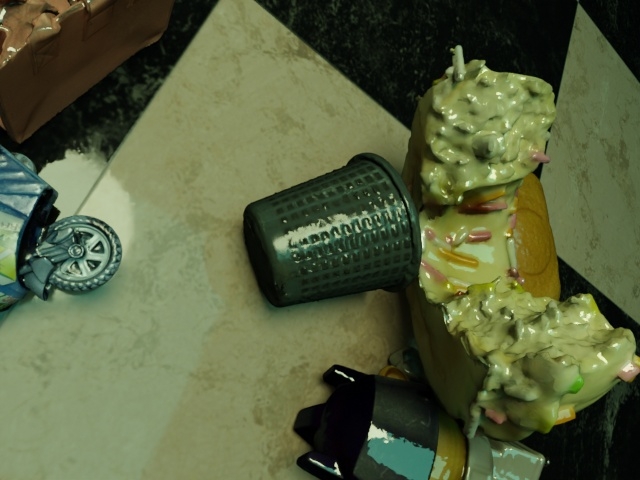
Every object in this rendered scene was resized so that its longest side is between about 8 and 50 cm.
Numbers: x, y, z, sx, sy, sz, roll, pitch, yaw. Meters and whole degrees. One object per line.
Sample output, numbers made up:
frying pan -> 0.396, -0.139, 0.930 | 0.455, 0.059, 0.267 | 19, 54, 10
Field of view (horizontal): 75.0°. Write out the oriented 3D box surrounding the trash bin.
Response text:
trash bin -> 0.000, 0.000, 0.484 | 0.160, 0.175, 0.176 | -17, 91, -18

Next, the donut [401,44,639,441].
donut -> 0.183, 0.019, 0.470 | 0.150, 0.307, 0.371 | -3, 66, -1

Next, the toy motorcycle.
toy motorcycle -> -0.300, -0.026, 0.343 | 0.254, 0.092, 0.136 | 42, 73, -9

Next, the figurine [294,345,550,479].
figurine -> 0.115, 0.250, 0.483 | 0.308, 0.308, 0.143 | 19, 114, -27

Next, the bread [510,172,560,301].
bread -> 0.287, 0.005, 0.668 | 0.174, 0.121, 0.246 | -2, 85, -32

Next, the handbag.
handbag -> -0.217, -0.193, 0.375 | 0.059, 0.157, 0.213 | 44, 64, -18
